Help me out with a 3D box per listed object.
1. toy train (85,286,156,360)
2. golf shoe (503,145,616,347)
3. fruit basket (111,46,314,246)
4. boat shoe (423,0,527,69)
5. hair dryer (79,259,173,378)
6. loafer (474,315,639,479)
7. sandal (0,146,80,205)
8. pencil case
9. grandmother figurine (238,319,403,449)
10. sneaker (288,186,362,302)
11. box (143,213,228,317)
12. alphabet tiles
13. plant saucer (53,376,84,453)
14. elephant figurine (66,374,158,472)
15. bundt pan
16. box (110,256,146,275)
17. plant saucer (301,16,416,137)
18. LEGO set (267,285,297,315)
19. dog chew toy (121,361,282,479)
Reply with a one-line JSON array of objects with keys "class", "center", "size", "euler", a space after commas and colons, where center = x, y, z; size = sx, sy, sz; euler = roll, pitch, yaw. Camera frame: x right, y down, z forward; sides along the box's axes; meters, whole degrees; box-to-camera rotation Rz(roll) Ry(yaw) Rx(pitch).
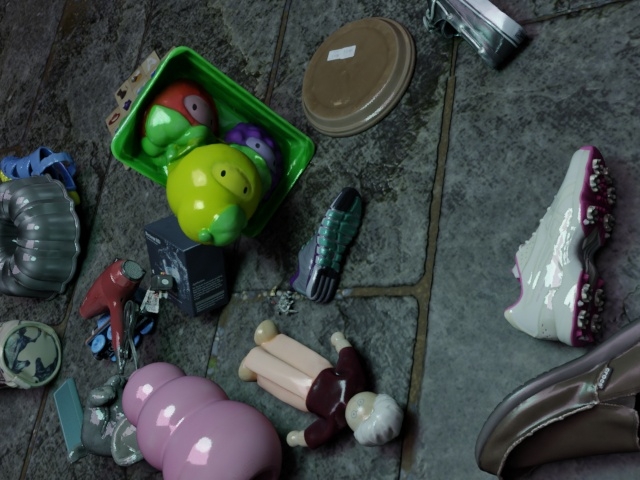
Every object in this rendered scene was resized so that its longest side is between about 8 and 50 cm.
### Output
[{"class": "toy train", "center": [-0.440, 0.186, 1.685], "size": [0.184, 0.080, 0.105], "euler": [-42, 42, 15]}, {"class": "golf shoe", "center": [0.351, 0.002, 1.130], "size": [0.140, 0.115, 0.306], "euler": [0, 68, 42]}, {"class": "fruit basket", "center": [-0.198, -0.156, 1.459], "size": [0.392, 0.392, 0.283], "euler": [37, 94, 42]}, {"class": "boat shoe", "center": [0.243, -0.425, 1.419], "size": [0.306, 0.113, 0.105], "euler": [47, 107, 26]}, {"class": "hair dryer", "center": [-0.426, 0.146, 1.571], "size": [0.293, 0.080, 0.224], "euler": [8, 73, 52]}, {"class": "loafer", "center": [0.365, 0.222, 0.996], "size": [0.366, 0.133, 0.130], "euler": [-40, 50, 17]}, {"class": "sandal", "center": [-0.751, -0.189, 2.056], "size": [0.317, 0.126, 0.138], "euler": [19, 105, 33]}, {"class": "pencil case", "center": [-0.815, 0.298, 1.864], "size": [0.410, 0.160, 0.184], "euler": [-12, 54, 34]}, {"class": "grandmother figurine", "center": [0.000, 0.257, 1.292], "size": [0.342, 0.104, 0.208], "euler": [17, 89, 44]}, {"class": "sneaker", "center": [0.000, 0.000, 1.426], "size": [0.098, 0.083, 0.224], "euler": [12, 78, 46]}, {"class": "box", "center": [-0.274, 0.048, 1.554], "size": [0.156, 0.093, 0.158], "euler": [25, 129, 43]}, {"class": "alphabet tiles", "center": [-0.440, -0.346, 1.981], "size": [0.285, 0.011, 0.343], "euler": [-43, 50, 14]}, {"class": "plant saucer", "center": [-0.563, 0.399, 1.718], "size": [0.067, 0.018, 0.192], "euler": [-44, 48, 13]}, {"class": "elephant figurine", "center": [-0.342, 0.375, 1.477], "size": [0.239, 0.169, 0.186], "euler": [24, 114, 27]}, {"class": "bundt pan", "center": [-0.751, -0.008, 1.913], "size": [0.330, 0.124, 0.331], "euler": [0, 90, 37]}, {"class": "box", "center": [-0.446, 0.082, 1.731], "size": [0.018, 0.083, 0.067], "euler": [31, 91, 42]}, {"class": "plant saucer", "center": [0.066, -0.343, 1.564], "size": [0.277, 0.041, 0.278], "euler": [-18, 59, 32]}, {"class": "LEGO set", "center": [-0.076, 0.116, 1.466], "size": [0.083, 0.023, 0.054], "euler": [10, 76, 40]}, {"class": "dog chew toy", "center": [-0.223, 0.333, 1.332], "size": [0.331, 0.206, 0.207], "euler": [34, 92, 31]}]
